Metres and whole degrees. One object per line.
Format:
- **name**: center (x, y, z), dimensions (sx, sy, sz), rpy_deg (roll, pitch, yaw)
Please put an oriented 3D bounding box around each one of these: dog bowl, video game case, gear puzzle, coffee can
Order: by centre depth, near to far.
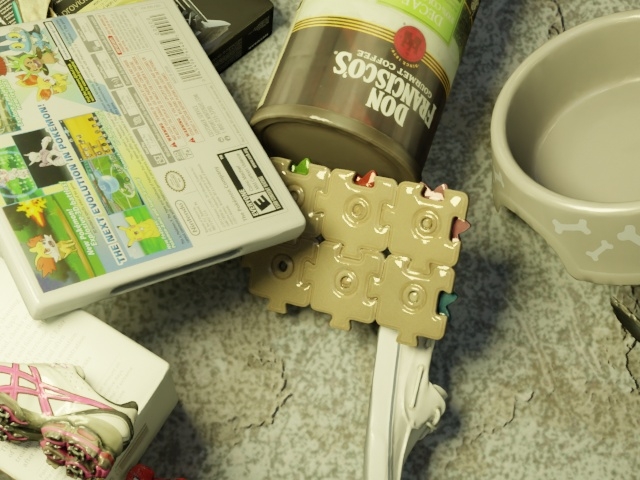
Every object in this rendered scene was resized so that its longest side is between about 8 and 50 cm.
- **video game case**: center (-0.217, -0.100, 1.184), dimensions (0.300, 0.036, 0.329), rpy_deg (-18, 65, -30)
- **dog bowl**: center (0.347, -0.118, 1.268), dimensions (0.348, 0.102, 0.349), rpy_deg (-14, 48, 16)
- **gear puzzle**: center (0.000, 0.000, 1.275), dimensions (0.339, 0.044, 0.175), rpy_deg (12, 98, 24)
- **coffee can**: center (0.056, -0.207, 1.311), dimensions (0.201, 0.201, 0.275), rpy_deg (19, 72, 2)

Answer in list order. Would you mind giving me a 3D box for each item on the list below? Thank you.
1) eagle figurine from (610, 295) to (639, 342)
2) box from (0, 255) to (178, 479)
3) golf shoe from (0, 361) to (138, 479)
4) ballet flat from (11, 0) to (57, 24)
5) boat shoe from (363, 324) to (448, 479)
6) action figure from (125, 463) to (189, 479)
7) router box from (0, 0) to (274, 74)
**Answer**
- **eagle figurine**: center (0.456, 0.176, 1.211), dimensions (0.226, 0.225, 0.298), rpy_deg (-14, 82, 2)
- **box**: center (-0.335, 0.122, 1.170), dimensions (0.345, 0.215, 0.168), rpy_deg (32, 73, 5)
- **golf shoe**: center (-0.254, 0.142, 1.033), dimensions (0.186, 0.067, 0.086), rpy_deg (28, 48, 3)
- **ballet flat**: center (-0.299, -0.201, 1.272), dimensions (0.052, 0.057, 0.168), rpy_deg (-11, 75, -17)
- **boat shoe**: center (0.096, 0.172, 1.253), dimensions (0.084, 0.095, 0.258), rpy_deg (7, 74, 2)
- **action figure**: center (-0.116, 0.352, 1.179), dimensions (0.280, 0.091, 0.139), rpy_deg (42, 62, 8)
- **router box**: center (-0.248, -0.257, 1.364), dimensions (0.309, 0.081, 0.243), rpy_deg (-39, 80, -14)
